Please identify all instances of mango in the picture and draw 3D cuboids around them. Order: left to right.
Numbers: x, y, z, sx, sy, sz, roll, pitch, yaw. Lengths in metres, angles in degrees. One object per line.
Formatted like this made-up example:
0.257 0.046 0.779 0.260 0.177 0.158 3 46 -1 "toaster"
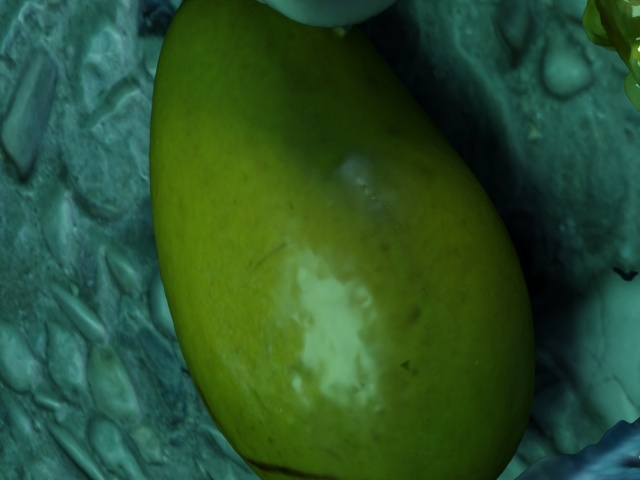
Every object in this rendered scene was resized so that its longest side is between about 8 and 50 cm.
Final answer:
0.000 0.000 1.302 0.301 0.220 0.445 -23 88 54 "mango"

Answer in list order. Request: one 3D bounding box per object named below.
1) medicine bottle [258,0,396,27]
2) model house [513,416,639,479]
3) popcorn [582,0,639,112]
-0.073 -0.300 1.239 0.325 0.212 0.212 32 130 36 "medicine bottle"
0.305 0.203 1.044 0.303 0.237 0.215 -11 100 49 "model house"
0.221 -0.145 0.941 0.181 0.217 0.235 -46 53 39 "popcorn"
